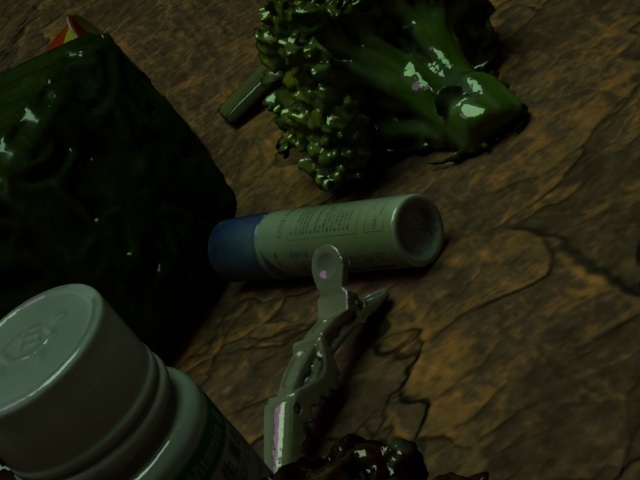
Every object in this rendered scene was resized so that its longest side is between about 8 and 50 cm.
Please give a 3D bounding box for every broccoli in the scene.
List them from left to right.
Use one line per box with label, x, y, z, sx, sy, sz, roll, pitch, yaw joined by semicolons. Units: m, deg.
broccoli;0.051;-0.174;1.673;0.242;0.180;0.273;-41;25;-12

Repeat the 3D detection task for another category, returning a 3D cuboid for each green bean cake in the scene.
green bean cake;-0.208;-0.017;1.652;0.156;0.247;0.250;-17;31;35

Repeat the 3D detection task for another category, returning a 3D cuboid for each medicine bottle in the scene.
medicine bottle;-0.121;0.147;1.249;0.139;0.237;0.139;-26;30;17
medicine bottle;0.000;0.000;1.577;0.231;0.059;0.059;-6;38;48

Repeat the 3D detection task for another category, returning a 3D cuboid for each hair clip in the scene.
hair clip;-0.009;0.093;1.410;0.034;0.072;0.226;-20;30;38

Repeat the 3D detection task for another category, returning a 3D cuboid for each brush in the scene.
brush;0.006;-0.219;1.983;0.282;0.048;0.054;-44;22;0

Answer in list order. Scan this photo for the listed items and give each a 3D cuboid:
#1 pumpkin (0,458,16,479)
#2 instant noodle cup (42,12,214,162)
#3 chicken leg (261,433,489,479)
pumpkin;-0.263;0.186;1.492;0.312;0.148;0.169;-20;33;23
instant noodle cup;-0.234;-0.090;1.894;0.174;0.213;0.213;-42;24;6
chicken leg;0.048;0.206;1.133;0.177;0.083;0.322;-16;25;8
